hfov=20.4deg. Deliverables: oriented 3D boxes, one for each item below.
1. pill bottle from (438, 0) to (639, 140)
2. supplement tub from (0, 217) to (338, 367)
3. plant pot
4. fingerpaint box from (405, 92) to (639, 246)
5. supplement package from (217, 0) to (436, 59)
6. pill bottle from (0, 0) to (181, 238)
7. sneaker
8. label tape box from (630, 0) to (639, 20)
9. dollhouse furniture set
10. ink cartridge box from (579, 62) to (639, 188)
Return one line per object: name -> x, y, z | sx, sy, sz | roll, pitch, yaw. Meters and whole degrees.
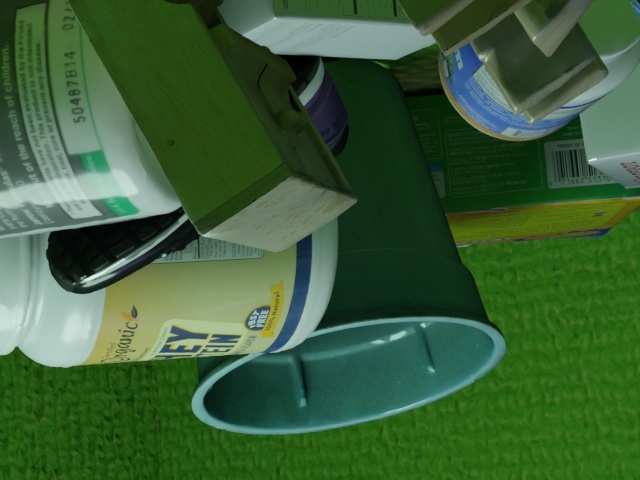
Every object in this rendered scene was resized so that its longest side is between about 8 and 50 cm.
pill bottle -> 0.198, -0.183, 1.544 | 0.152, 0.152, 0.272 | -5, 173, -7
supplement tub -> -0.167, -0.003, 1.607 | 0.316, 0.228, 0.228 | -2, 173, -25
plant pot -> 0.000, 0.000, 1.946 | 0.341, 0.334, 0.341 | -10, 157, -4
fingerpaint box -> 0.171, -0.087, 2.315 | 0.444, 0.163, 0.371 | -5, 173, 0
supplement package -> 0.011, -0.205, 1.387 | 0.179, 0.105, 0.105 | -1, 171, -33
pill bottle -> -0.288, -0.097, 1.371 | 0.361, 0.204, 0.204 | -8, 173, 15
sneaker -> -0.089, -0.033, 1.463 | 0.283, 0.107, 0.124 | -39, 136, -7
label tape box -> 0.362, -0.193, 1.100 | 0.333, 0.106, 0.240 | -38, 167, 8
dollhouse furniture set -> 0.048, -0.208, 1.124 | 0.394, 0.256, 0.362 | -33, 168, 12
ink cartridge box -> 0.478, -0.166, 1.875 | 0.384, 0.160, 0.279 | -7, 173, 17
